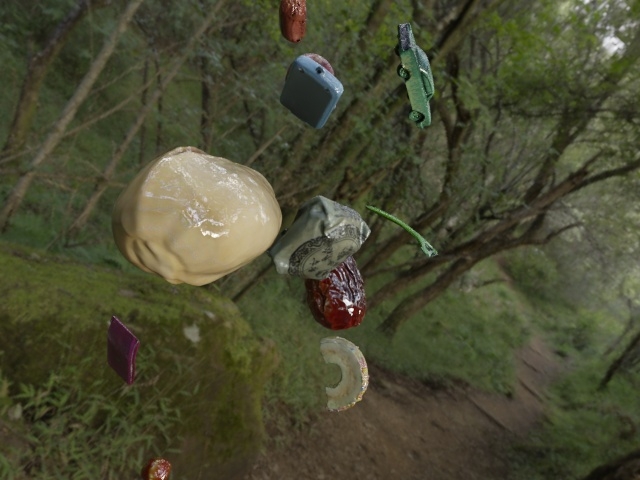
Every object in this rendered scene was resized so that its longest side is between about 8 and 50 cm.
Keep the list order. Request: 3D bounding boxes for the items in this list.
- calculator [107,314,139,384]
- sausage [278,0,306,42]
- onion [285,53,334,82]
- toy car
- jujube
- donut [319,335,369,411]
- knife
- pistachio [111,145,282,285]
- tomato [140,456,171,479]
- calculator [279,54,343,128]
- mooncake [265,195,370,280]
[{"bbox_3d":[-0.580,0.324,1.747,0.126,0.190,0.034,33,33,28],"label":"calculator"},{"bbox_3d":[-0.068,-0.543,1.470,0.076,0.076,0.141,47,-11,11],"label":"sausage"},{"bbox_3d":[-0.041,-0.495,1.853,0.159,0.159,0.195,45,26,-3],"label":"onion"},{"bbox_3d":[0.298,-0.502,1.861,0.321,0.097,0.141,61,23,-49],"label":"toy car"},{"bbox_3d":[0.043,0.133,2.050,0.216,0.216,0.342,-72,153,-81],"label":"jujube"},{"bbox_3d":[0.059,0.296,1.340,0.065,0.108,0.166,9,77,-68],"label":"donut"},{"bbox_3d":[0.157,-0.024,1.154,0.166,0.022,0.078,39,11,17],"label":"knife"},{"bbox_3d":[-0.165,-0.039,0.840,0.187,0.187,0.299,46,21,3],"label":"pistachio"},{"bbox_3d":[-0.449,0.631,1.632,0.075,0.087,0.087,26,12,-9],"label":"tomato"},{"bbox_3d":[-0.022,-0.314,1.286,0.121,0.039,0.210,35,-22,-2],"label":"calculator"},{"bbox_3d":[0.003,0.004,1.717,0.254,0.250,0.136,8,44,-51],"label":"mooncake"}]
